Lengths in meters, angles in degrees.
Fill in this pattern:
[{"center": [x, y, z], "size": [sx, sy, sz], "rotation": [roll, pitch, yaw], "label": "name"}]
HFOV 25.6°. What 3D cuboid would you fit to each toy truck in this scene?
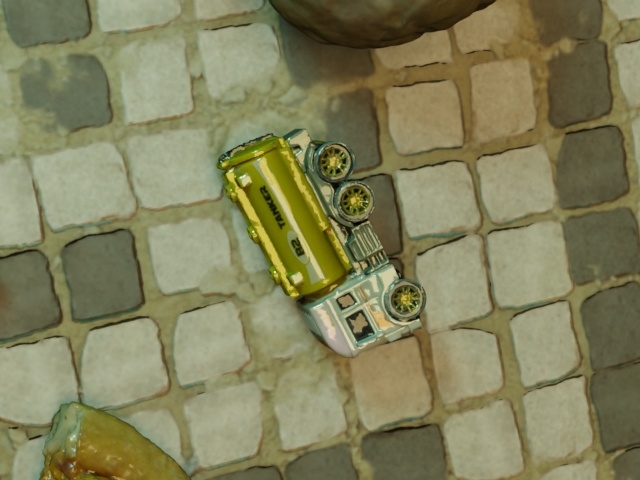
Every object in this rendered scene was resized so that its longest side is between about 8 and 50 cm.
[{"center": [0.000, 0.000, 1.297], "size": [0.114, 0.098, 0.226], "rotation": [-29, 99, -8], "label": "toy truck"}]

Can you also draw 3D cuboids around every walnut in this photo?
[{"center": [0.052, -0.286, 1.222], "size": [0.248, 0.248, 0.248], "rotation": [-1, 95, -16], "label": "walnut"}]

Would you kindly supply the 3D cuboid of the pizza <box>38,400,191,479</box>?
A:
[{"center": [-0.191, 0.346, 1.260], "size": [0.278, 0.114, 0.408], "rotation": [-11, 91, -22], "label": "pizza"}]
